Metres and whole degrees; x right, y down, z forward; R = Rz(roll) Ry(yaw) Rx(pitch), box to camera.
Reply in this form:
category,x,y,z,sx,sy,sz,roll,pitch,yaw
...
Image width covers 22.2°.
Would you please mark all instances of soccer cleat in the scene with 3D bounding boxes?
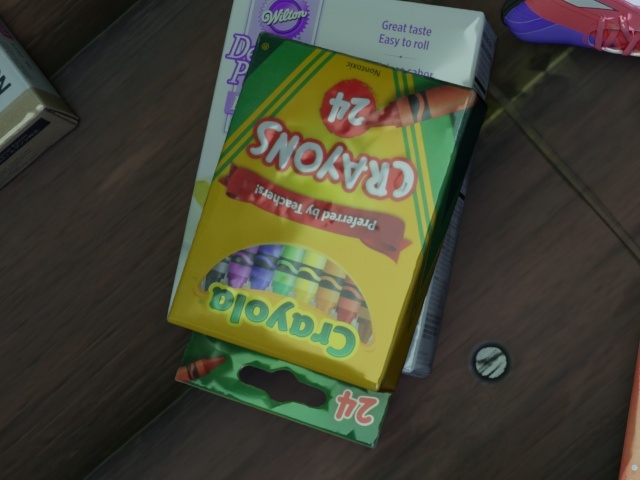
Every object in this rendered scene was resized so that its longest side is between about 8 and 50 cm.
category,x,y,z,sx,sy,sz,roll,pitch,yaw
soccer cleat,0.320,-0.201,1.436,0.318,0.108,0.116,-9,80,10

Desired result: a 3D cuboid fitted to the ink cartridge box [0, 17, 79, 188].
category,x,y,z,sx,sy,sz,roll,pitch,yaw
ink cartridge box,-0.389,-0.150,1.619,0.193,0.088,0.234,-41,75,8

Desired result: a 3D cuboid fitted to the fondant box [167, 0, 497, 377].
category,x,y,z,sx,sy,sz,roll,pitch,yaw
fondant box,0.012,-0.059,1.502,0.238,0.096,0.330,10,85,15

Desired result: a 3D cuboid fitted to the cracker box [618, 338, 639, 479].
category,x,y,z,sx,sy,sz,roll,pitch,yaw
cracker box,0.381,0.165,1.395,0.232,0.067,0.155,8,86,14

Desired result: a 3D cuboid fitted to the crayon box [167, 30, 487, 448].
category,x,y,z,sx,sy,sz,roll,pitch,yaw
crayon box,0.000,0.000,1.407,0.202,0.081,0.318,17,88,15
